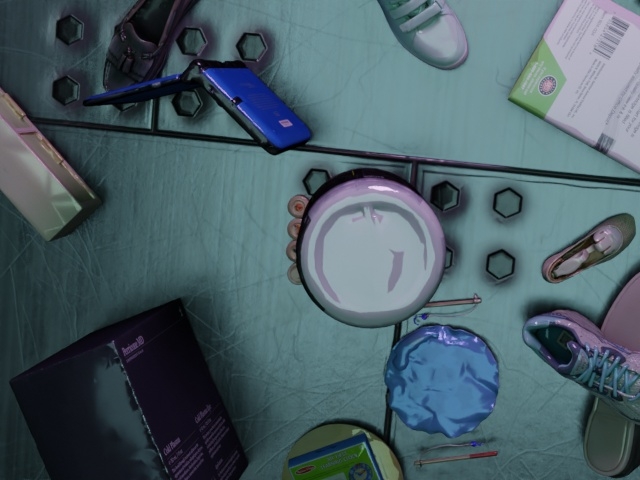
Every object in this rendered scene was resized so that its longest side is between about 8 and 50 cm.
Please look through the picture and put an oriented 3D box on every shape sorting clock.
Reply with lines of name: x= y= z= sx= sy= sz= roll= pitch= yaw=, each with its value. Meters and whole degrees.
shape sorting clock: x=0.037 y=0.402 z=1.967 sx=0.206 sy=0.040 sz=0.206 roll=2 pitch=99 yaw=12

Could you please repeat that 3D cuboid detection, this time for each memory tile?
memory tile: x=0.000 y=0.000 z=1.935 sx=0.113 sy=0.012 sz=0.148 roll=2 pitch=98 yaw=9

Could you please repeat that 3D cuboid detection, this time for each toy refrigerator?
toy refrigerator: x=-0.486 y=-0.132 z=1.947 sx=0.094 sy=0.102 sz=0.269 roll=-42 pitch=89 yaw=11

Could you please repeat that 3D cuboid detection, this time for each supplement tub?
supplement tub: x=0.070 y=0.001 z=1.751 sx=0.207 sy=0.338 sz=0.207 roll=0 pitch=98 yaw=1

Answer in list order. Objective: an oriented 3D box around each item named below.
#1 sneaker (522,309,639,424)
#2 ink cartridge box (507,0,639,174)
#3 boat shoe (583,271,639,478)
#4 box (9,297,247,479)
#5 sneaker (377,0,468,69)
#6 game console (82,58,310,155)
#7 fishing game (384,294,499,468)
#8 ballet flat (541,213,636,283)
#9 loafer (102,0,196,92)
sneaker: x=0.416 y=0.196 z=1.779 sx=0.283 sy=0.122 sz=0.110 roll=29 pitch=104 yaw=39
ink cartridge box: x=0.447 y=-0.231 z=1.785 sx=0.273 sy=0.115 sz=0.198 roll=31 pitch=101 yaw=4
boat shoe: x=0.493 y=0.206 z=1.858 sx=0.112 sy=0.095 sz=0.335 roll=19 pitch=97 yaw=42
box: x=-0.282 y=0.289 z=1.848 sx=0.179 sy=0.343 sz=0.312 roll=-21 pitch=93 yaw=11
sneaker: x=0.128 y=-0.363 z=1.799 sx=0.094 sy=0.151 sz=0.256 roll=-38 pitch=92 yaw=10
game console: x=-0.175 y=-0.181 z=1.797 sx=0.250 sy=0.293 sz=0.173 roll=45 pitch=103 yaw=0
fishing game: x=0.194 y=0.228 z=1.923 sx=0.189 sy=0.041 sz=0.264 roll=-10 pitch=87 yaw=9
ballet flat: x=0.421 y=0.019 z=1.853 sx=0.168 sy=0.052 sz=0.057 roll=-36 pitch=91 yaw=11
loafer: x=-0.276 y=-0.343 z=1.896 sx=0.096 sy=0.084 sz=0.267 roll=34 pitch=101 yaw=3
